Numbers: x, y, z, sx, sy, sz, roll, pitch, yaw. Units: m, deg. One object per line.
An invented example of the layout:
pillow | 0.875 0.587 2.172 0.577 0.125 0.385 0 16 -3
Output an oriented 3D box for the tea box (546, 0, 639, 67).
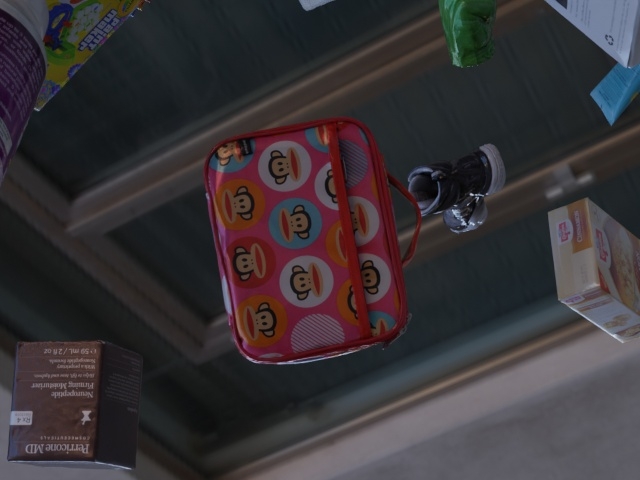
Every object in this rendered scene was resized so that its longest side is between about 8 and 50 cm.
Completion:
tea box | 0.477 -0.472 1.695 0.220 0.323 0.329 48 163 30

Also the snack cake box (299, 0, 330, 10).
snack cake box | 0.092 -0.365 1.400 0.089 0.264 0.152 60 157 -13

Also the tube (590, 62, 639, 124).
tube | 0.516 -0.287 2.026 0.052 0.207 0.080 18 -145 -31

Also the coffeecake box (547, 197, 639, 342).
coffeecake box | 0.403 0.045 1.784 0.185 0.068 0.142 30 -132 -42

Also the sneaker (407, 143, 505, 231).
sneaker | 0.223 -0.082 2.244 0.268 0.153 0.101 112 143 -65

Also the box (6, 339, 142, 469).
box | -0.415 0.282 2.147 0.167 0.168 0.203 43 -134 -69

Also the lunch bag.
lunch bag | 0.000 0.000 1.564 0.120 0.258 0.293 82 177 -85

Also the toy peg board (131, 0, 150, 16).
toy peg board | -0.314 -0.478 2.260 0.079 0.160 0.161 25 -116 -8

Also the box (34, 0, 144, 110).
box | -0.488 -0.406 2.052 0.177 0.290 0.279 53 -167 29

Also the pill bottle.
pill bottle | -0.394 -0.165 1.367 0.169 0.169 0.302 52 -147 -36

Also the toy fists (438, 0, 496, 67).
toy fists | 0.232 -0.397 1.977 0.279 0.096 0.142 -82 -21 -52
